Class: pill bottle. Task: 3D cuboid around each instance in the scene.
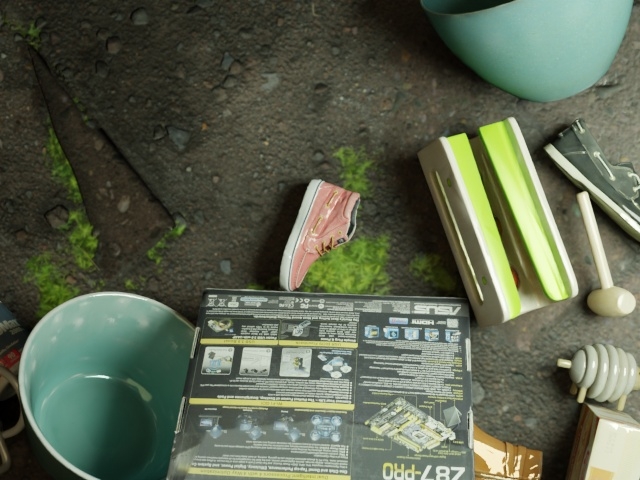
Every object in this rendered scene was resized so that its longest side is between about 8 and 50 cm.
[{"bbox_3d":[-0.524,0.153,1.491,0.180,0.108,0.108,44,94,8],"label":"pill bottle"}]

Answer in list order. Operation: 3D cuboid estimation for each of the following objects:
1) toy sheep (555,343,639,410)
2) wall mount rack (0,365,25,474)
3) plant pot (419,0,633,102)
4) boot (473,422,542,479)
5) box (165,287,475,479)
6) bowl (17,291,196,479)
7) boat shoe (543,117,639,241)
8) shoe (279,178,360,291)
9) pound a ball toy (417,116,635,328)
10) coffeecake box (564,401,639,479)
[{"bbox_3d":[0.399,0.189,1.353,0.132,0.091,0.091,11,89,-9],"label":"toy sheep"},{"bbox_3d":[-0.613,0.240,1.428,0.350,0.130,0.304,-22,92,30],"label":"wall mount rack"},{"bbox_3d":[0.308,-0.310,1.320,0.290,0.290,0.195,-26,120,7],"label":"plant pot"},{"bbox_3d":[0.247,0.303,1.384,0.152,0.073,0.197,1,91,5],"label":"boot"},{"bbox_3d":[0.011,0.218,1.309,0.394,0.097,0.318,2,47,3],"label":"box"},{"bbox_3d":[-0.302,0.246,1.383,0.311,0.311,0.163,49,134,8],"label":"bowl"},{"bbox_3d":[0.427,-0.075,1.361,0.079,0.084,0.233,-43,79,5],"label":"boat shoe"},{"bbox_3d":[0.000,0.000,1.436,0.081,0.063,0.178,17,86,15],"label":"shoe"},{"bbox_3d":[0.289,-0.011,1.374,0.208,0.136,0.319,-18,84,-17],"label":"pound a ball toy"},{"bbox_3d":[0.385,0.308,1.297,0.068,0.185,0.142,14,89,9],"label":"coffeecake box"}]
